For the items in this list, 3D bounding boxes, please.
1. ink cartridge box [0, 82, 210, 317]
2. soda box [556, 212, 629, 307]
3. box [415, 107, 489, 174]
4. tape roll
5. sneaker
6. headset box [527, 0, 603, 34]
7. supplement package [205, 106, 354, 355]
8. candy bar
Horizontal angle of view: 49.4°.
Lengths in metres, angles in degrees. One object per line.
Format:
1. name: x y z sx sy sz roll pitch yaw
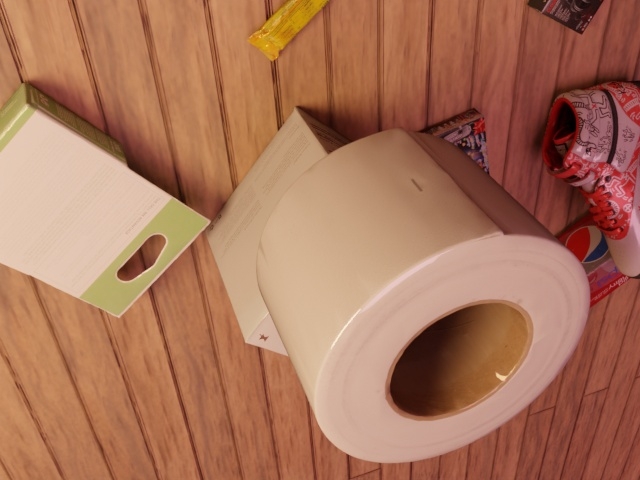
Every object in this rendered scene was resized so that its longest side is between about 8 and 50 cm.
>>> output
1. ink cartridge box: -0.261 -0.031 0.741 0.171 0.056 0.235 -45 133 12
2. soda box: 0.452 -0.002 1.055 0.263 0.092 0.083 -37 133 6
3. box: 0.147 -0.100 0.889 0.137 0.027 0.094 -23 130 -6
4. tape roll: 0.082 0.050 0.610 0.246 0.169 0.246 -12 129 -16
5. sneaker: 0.369 -0.073 0.930 0.144 0.090 0.270 -8 103 -16
6. headset box: 0.287 -0.286 0.810 0.083 0.032 0.062 13 118 -33
7. supplement package: 0.000 0.000 0.782 0.149 0.203 0.194 25 112 -36
8. candy bar: -0.008 -0.252 0.713 0.161 0.018 0.040 -45 133 11
